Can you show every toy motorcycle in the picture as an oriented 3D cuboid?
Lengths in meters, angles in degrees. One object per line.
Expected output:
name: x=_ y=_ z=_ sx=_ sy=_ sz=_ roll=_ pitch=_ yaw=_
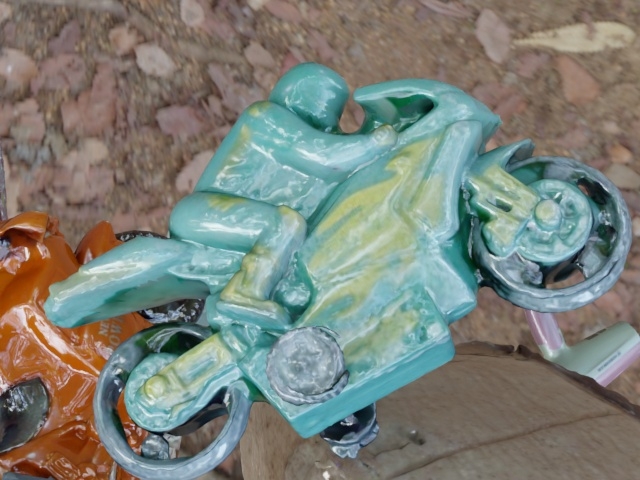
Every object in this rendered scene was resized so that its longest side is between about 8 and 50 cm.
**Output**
toy motorcycle: x=-0.198 y=0.105 z=0.922 sx=0.221 sy=0.325 sz=0.148 roll=19 pitch=142 yaw=-16
toy motorcycle: x=-0.002 y=0.001 z=0.705 sx=0.296 sy=0.109 sz=0.198 roll=-30 pitch=68 yaw=-2

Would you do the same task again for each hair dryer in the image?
hair dryer: x=0.220 y=0.074 z=1.245 sx=0.106 sy=0.054 sz=0.154 roll=-36 pitch=95 yaw=-12

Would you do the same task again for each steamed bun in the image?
steamed bun: x=0.096 y=0.197 z=0.822 sx=0.252 sy=0.301 sz=0.199 roll=-1 pitch=114 yaw=-32

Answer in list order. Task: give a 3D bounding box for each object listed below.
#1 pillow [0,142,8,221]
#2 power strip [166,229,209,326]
pillow: x=-0.344 y=-0.049 z=1.284 sx=0.118 sy=0.185 sz=0.043 roll=-19 pitch=151 yaw=17
power strip: x=-0.089 y=0.059 z=1.384 sx=0.054 sy=0.253 sz=0.167 roll=-6 pitch=123 yaw=-53
